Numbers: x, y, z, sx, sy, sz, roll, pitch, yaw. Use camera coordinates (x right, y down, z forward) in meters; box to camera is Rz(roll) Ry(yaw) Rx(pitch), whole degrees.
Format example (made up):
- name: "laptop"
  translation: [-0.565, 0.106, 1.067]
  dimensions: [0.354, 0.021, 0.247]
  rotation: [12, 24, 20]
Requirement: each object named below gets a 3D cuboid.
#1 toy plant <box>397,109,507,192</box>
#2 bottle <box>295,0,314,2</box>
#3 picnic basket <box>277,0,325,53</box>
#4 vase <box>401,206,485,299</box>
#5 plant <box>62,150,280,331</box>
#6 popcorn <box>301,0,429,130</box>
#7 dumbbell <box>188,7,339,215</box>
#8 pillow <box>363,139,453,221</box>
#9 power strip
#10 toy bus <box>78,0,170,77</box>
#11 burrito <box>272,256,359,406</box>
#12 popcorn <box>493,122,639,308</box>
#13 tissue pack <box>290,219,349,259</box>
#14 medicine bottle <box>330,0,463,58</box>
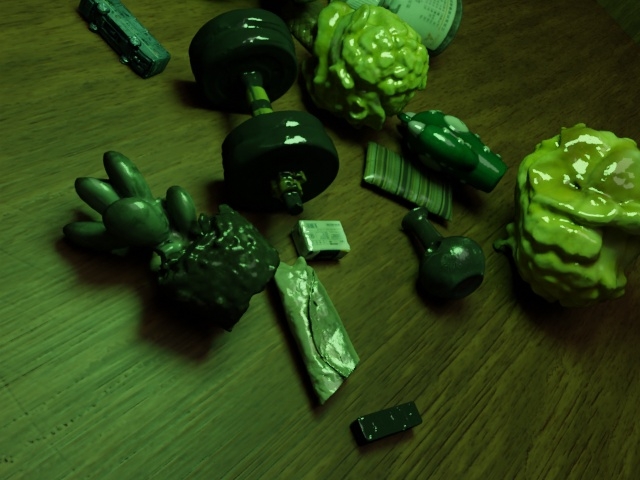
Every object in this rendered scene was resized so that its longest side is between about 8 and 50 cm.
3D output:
- name: "toy plant"
  translation: [0.255, -0.188, 1.319]
  dimensions: [0.243, 0.112, 0.232]
  rotation: [28, 15, -19]
- name: "bottle"
  translation: [-0.060, -0.571, 1.357]
  dimensions: [0.112, 0.112, 0.260]
  rotation: [14, 26, -26]
- name: "picnic basket"
  translation: [0.002, -0.446, 1.392]
  dimensions: [0.193, 0.055, 0.110]
  rotation: [44, 45, 3]
- name: "vase"
  translation: [0.209, 0.016, 1.164]
  dimensions: [0.120, 0.120, 0.183]
  rotation: [0, 44, -35]
- name: "plant"
  translation: [-0.192, -0.005, 0.865]
  dimensions: [0.275, 0.149, 0.146]
  rotation: [31, 83, -7]
- name: "popcorn"
  translation: [0.076, -0.326, 1.245]
  dimensions: [0.259, 0.259, 0.212]
  rotation: [22, 82, -20]
- name: "dumbbell"
  translation: [-0.096, -0.209, 1.059]
  dimensions: [0.185, 0.185, 0.388]
  rotation: [0, 58, -35]
- name: "pillow"
  translation: [0.172, -0.114, 1.276]
  dimensions: [0.203, 0.038, 0.113]
  rotation: [24, 48, -17]
- name: "power strip"
  translation: [0.096, 0.264, 0.951]
  dimensions: [0.111, 0.029, 0.038]
  rotation: [-5, 63, -35]
- name: "toy bus"
  translation: [-0.326, -0.346, 1.095]
  dimensions: [0.166, 0.047, 0.065]
  rotation: [47, 40, 2]
- name: "burrito"
  translation: [-0.010, 0.122, 0.959]
  dimensions: [0.087, 0.060, 0.226]
  rotation: [-13, 68, -34]
- name: "popcorn"
  translation: [0.530, -0.041, 1.251]
  dimensions: [0.382, 0.349, 0.349]
  rotation: [3, 47, 12]
- name: "tissue pack"
  translation: [0.000, 0.000, 1.069]
  dimensions: [0.083, 0.042, 0.062]
  rotation: [-2, 59, -36]
- name: "medicine bottle"
  translation: [0.173, -0.537, 1.498]
  dimensions: [0.273, 0.165, 0.165]
  rotation: [17, 51, -26]
